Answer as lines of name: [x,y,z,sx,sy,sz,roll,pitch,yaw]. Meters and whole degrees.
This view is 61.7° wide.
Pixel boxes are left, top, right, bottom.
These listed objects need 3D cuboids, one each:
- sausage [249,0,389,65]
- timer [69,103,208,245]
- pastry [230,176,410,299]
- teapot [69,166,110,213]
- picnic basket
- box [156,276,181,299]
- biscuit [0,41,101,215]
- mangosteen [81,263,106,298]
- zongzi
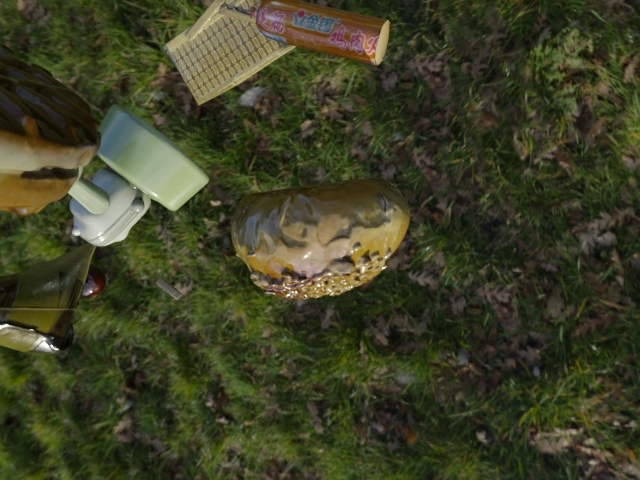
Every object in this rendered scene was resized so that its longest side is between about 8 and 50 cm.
sausage: [-0.010,-0.338,0.849,0.234,0.071,0.071,18,119,15]
timer: [-0.485,-0.127,1.326,0.291,0.291,0.315,38,84,2]
pastry: [0.000,0.000,0.871,0.315,0.284,0.184,4,104,60]
teapot: [-0.529,-0.154,1.071,0.220,0.318,0.149,-43,79,22]
picnic basket: [-0.195,-0.502,1.315,0.313,0.228,0.175,-22,108,28]
box: [-0.458,0.145,1.619,0.083,0.053,0.024,43,79,-10]
biscuit: [-0.338,-0.130,0.414,0.332,0.332,0.103,31,99,7]
mangosteen: [-0.783,0.140,1.765,0.140,0.140,0.140,9,116,19]
zongzi: [-0.681,0.085,1.238,0.154,0.317,0.289,5,157,23]
